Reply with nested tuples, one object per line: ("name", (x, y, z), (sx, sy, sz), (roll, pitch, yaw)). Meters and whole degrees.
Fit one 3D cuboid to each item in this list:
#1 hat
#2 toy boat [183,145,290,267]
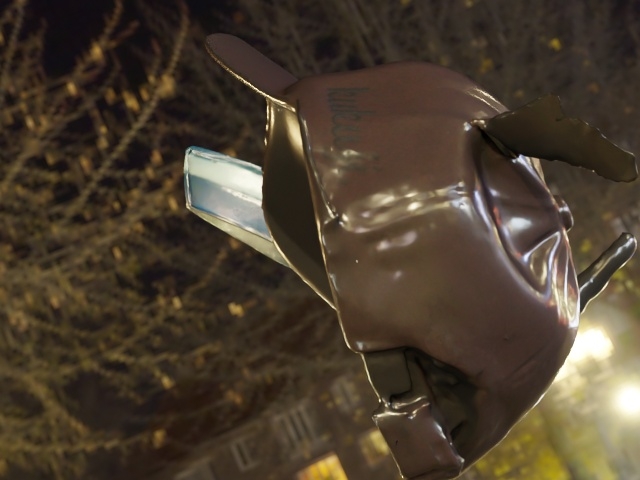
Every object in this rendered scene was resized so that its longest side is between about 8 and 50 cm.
("hat", (0.074, -0.034, 0.908), (0.209, 0.336, 0.238), (-25, -43, -4))
("toy boat", (0.000, 0.000, 1.401), (0.062, 0.299, 0.096), (-64, 7, -12))
